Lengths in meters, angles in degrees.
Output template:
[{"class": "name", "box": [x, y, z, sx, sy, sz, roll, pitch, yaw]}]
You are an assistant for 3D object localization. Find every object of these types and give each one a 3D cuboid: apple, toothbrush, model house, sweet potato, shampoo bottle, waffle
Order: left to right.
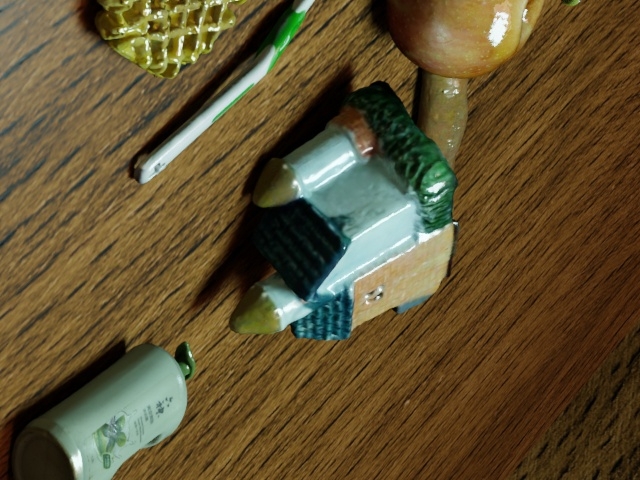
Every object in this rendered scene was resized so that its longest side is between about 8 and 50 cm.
[{"class": "shampoo bottle", "box": [-0.207, 0.181, 1.895, 0.234, 0.087, 0.118, -37, 146, -46]}, {"class": "waffle", "box": [-0.130, -0.220, 1.619, 0.149, 0.051, 0.194, -61, 154, -2]}, {"class": "toothbrush", "box": [-0.049, -0.198, 1.856, 0.418, 0.040, 0.042, -45, 170, -26]}, {"class": "model house", "box": [0.000, 0.000, 2.063, 0.291, 0.184, 0.253, -34, 155, -24]}, {"class": "sweet potato", "box": [0.154, -0.165, 2.302, 0.072, 0.066, 0.314, -50, 154, -42]}, {"class": "apple", "box": [0.168, -0.271, 2.065, 0.201, 0.162, 0.201, -45, 152, -32]}]

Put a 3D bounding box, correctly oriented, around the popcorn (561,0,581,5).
[{"class": "popcorn", "box": [0.189, -0.400, 1.840, 0.326, 0.321, 0.290, -62, -179, 44]}]
